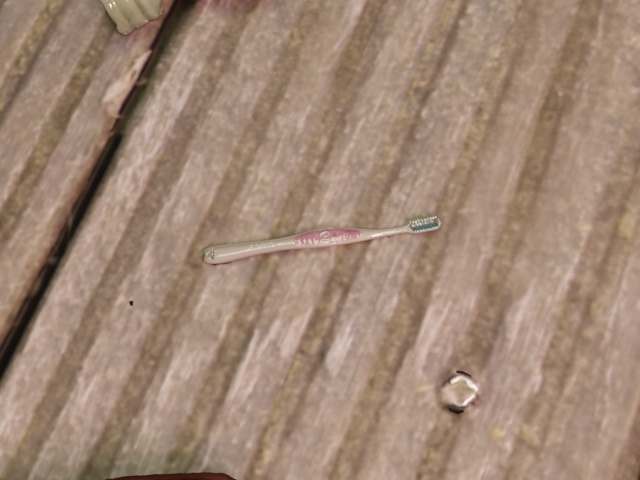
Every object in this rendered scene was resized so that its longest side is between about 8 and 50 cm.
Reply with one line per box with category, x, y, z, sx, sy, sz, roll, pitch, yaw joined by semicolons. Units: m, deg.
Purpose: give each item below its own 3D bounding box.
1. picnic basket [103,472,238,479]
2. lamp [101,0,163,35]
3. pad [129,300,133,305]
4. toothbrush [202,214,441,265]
picnic basket;-0.156;0.291;0.785;0.297;0.129;0.222;-10;69;6
lamp;-0.115;-0.260;1.020;0.193;0.106;0.106;-25;66;7
pad;-0.153;0.206;0.715;0.250;0.055;0.323;-8;88;6
toothbrush;0.000;0.000;0.938;0.204;0.022;0.017;-9;64;9
